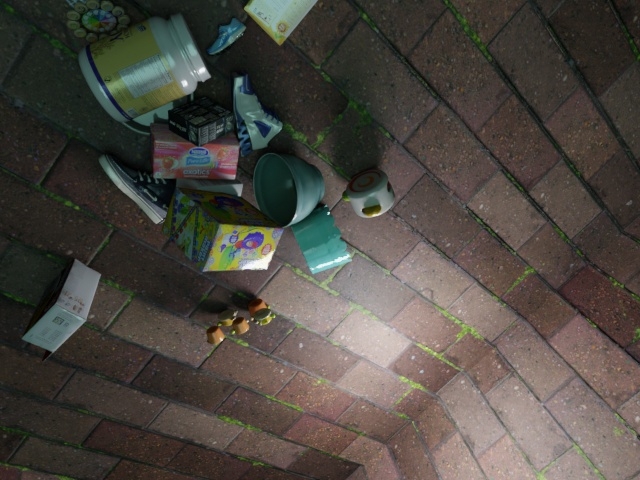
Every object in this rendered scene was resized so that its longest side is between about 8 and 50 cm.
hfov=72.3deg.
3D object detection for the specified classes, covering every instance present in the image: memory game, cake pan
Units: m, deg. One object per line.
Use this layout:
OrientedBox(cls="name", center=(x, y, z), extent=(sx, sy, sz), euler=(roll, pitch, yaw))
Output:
OrientedBox(cls="memory game", center=(-0.692, -0.681, 1.372), extent=(0.186, 0.186, 0.012), euler=(-17, 80, -6))
OrientedBox(cls="cake pan", center=(-0.599, -0.520, 1.545), extent=(0.292, 0.054, 0.294), euler=(-7, 122, -12))

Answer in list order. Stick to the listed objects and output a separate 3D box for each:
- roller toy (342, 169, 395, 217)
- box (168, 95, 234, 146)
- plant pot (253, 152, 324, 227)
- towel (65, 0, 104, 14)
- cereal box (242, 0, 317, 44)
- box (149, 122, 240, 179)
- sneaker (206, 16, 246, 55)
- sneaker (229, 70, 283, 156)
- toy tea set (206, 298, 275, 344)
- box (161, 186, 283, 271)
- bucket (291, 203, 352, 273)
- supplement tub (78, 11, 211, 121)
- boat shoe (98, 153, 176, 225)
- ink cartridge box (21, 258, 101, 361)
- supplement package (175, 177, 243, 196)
OrientedBox(cls="roller toy", center=(0.219, -0.197, 1.889), extent=(0.191, 0.209, 0.146), euler=(-40, 126, -15))
OrientedBox(cls="box", center=(-0.418, -0.422, 1.545), extent=(0.147, 0.180, 0.078), euler=(30, 135, 16))
OrientedBox(cls="plant pot", center=(-0.108, -0.211, 1.761), extent=(0.196, 0.293, 0.294), euler=(-16, 127, -39))
OrientedBox(cls="towel", center=(-0.701, -0.833, 1.245), extent=(0.234, 0.121, 0.284), euler=(-20, 127, 23))
OrientedBox(cls="cereal box", center=(-0.126, -0.828, 1.506), extent=(0.240, 0.047, 0.173), euler=(-46, 121, 12))
OrientedBox(cls="box", center=(-0.462, -0.325, 1.608), extent=(0.299, 0.142, 0.154), euler=(-2, 130, -27))
OrientedBox(cls="sneaker", center=(-0.336, -0.706, 1.521), extent=(0.162, 0.063, 0.073), euler=(-40, 105, 4))
OrientedBox(cls="sneaker", center=(-0.236, -0.479, 1.646), extent=(0.182, 0.128, 0.316), euler=(-12, 129, -13))
OrientedBox(cls="toy tea set", center=(-0.373, 0.401, 2.069), extent=(0.335, 0.200, 0.125), euler=(-19, 115, -5))
OrientedBox(cls="box", center=(-0.342, -0.037, 1.540), extent=(0.289, 0.279, 0.177), euler=(2, 117, -52))
OrientedBox(cls="bucket", center=(0.000, 0.000, 1.905), extent=(0.182, 0.281, 0.281), euler=(-24, 123, 0))
OrientedBox(cls="supplement tub", center=(-0.539, -0.544, 1.374), extent=(0.330, 0.241, 0.241), euler=(-25, 123, -2))
OrientedBox(cls="boat shoe", center=(-0.664, -0.225, 1.672), extent=(0.158, 0.127, 0.341), euler=(-36, 131, -2))
OrientedBox(cls="ink cartridge box", center=(-1.033, 0.272, 1.732), extent=(0.271, 0.310, 0.130), euler=(-42, 122, 10))
OrientedBox(cls="supplement package", center=(-0.439, -0.156, 1.705), extent=(0.203, 0.149, 0.194), euler=(-13, 128, -45))
